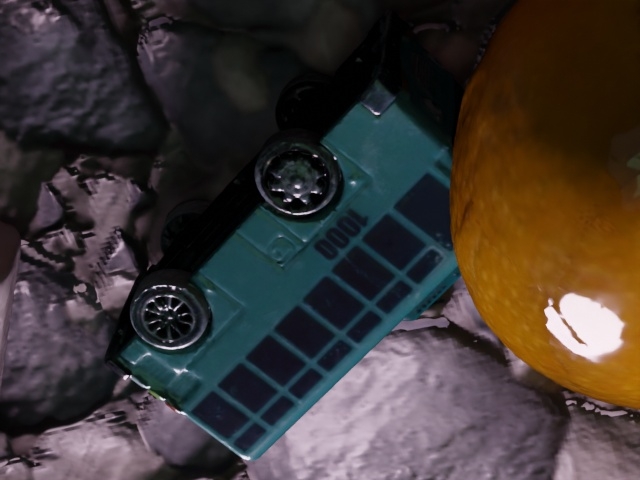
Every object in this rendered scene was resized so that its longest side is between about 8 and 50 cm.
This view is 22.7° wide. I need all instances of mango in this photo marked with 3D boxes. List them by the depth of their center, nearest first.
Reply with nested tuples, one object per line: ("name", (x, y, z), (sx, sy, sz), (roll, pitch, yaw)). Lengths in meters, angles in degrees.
("mango", (0.142, -0.013, 0.529), (0.177, 0.120, 0.295), (-36, 152, 14))

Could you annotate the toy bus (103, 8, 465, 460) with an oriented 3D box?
("toy bus", (0.000, 0.000, 0.603), (0.092, 0.079, 0.160), (38, 113, -13))

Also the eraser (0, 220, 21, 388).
("eraser", (-0.229, 0.107, 0.664), (0.174, 0.095, 0.270), (11, 117, -4))
